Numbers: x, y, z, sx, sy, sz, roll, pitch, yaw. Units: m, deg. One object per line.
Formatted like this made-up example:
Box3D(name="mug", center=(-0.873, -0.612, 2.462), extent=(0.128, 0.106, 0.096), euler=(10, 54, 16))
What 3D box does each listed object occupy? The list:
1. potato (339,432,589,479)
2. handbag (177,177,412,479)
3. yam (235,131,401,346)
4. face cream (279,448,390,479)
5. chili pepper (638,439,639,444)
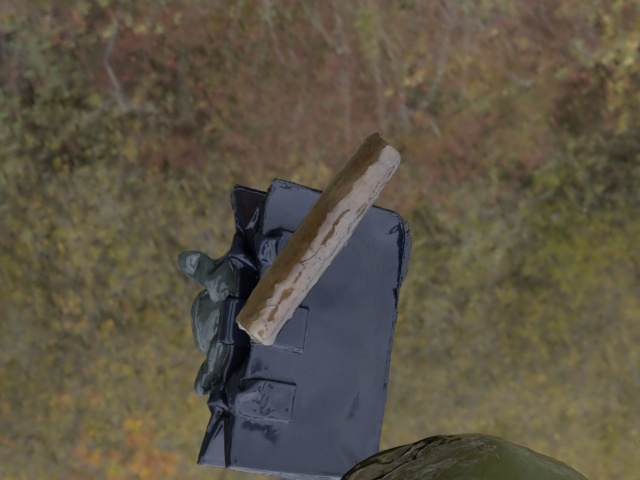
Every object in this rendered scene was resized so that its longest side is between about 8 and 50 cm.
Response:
Box3D(name="potato", center=(0.087, 0.282, 0.934), extent=(0.243, 0.326, 0.221), euler=(-2, 168, -10))
Box3D(name="handbag", center=(-0.038, 0.104, 1.725), extent=(0.269, 0.326, 0.118), euler=(16, 168, -43))
Box3D(name="yam", center=(0.000, 0.000, 1.490), extent=(0.241, 0.057, 0.057), euler=(-56, 148, 1))
Box3D(name="face cream", center=(0.029, 0.335, 1.944), extent=(0.336, 0.080, 0.163), euler=(-4, 134, -5))
Box3D(name="chili pepper", center=(0.501, 0.275, 1.906), extent=(0.201, 0.052, 0.050), euler=(16, 168, 6))
